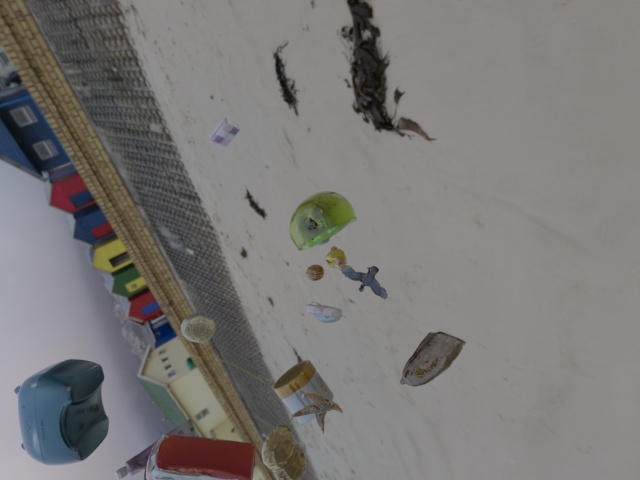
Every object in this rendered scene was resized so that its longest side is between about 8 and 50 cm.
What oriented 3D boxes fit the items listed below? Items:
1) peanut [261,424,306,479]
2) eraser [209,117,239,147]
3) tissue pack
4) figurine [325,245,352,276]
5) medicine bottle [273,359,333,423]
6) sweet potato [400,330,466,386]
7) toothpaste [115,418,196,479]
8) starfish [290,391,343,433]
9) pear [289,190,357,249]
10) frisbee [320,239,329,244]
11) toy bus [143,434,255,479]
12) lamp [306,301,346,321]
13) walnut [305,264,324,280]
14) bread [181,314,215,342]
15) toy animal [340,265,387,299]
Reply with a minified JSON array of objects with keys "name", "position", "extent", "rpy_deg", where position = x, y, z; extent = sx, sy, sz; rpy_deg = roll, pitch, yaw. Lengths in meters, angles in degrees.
[{"name":"peanut","position":[-0.149,0.911,1.717],"extent":[0.110,0.196,0.232],"rpy_deg":[-24,102,26]},{"name":"eraser","position":[-0.335,-0.374,1.412],"extent":[0.105,0.065,0.026],"rpy_deg":[-39,51,28]},{"name":"tissue pack","position":[-0.792,0.519,1.242],"extent":[0.198,0.206,0.287],"rpy_deg":[-56,-35,-79]},{"name":"figurine","position":[0.115,0.131,2.435],"extent":[0.246,0.156,0.131],"rpy_deg":[45,118,44]},{"name":"medicine bottle","position":[-0.087,0.786,2.114],"extent":[0.231,0.238,0.238],"rpy_deg":[55,159,-2]},{"name":"sweet potato","position":[0.480,0.543,1.804],"extent":[0.158,0.158,0.369],"rpy_deg":[45,110,34]},{"name":"toothpaste","position":[-0.588,0.761,1.469],"extent":[0.075,0.301,0.048],"rpy_deg":[48,126,21]},{"name":"starfish","position":[-0.022,0.659,1.575],"extent":[0.247,0.138,0.050],"rpy_deg":[41,-175,-33]},{"name":"pear","position":[-0.010,-0.113,1.930],"extent":[0.238,0.343,0.318],"rpy_deg":[61,180,4]},{"name":"frisbee","position":[0.000,0.000,2.355],"extent":[0.110,0.110,0.014],"rpy_deg":[30,137,52]},{"name":"toy bus","position":[-0.291,0.550,0.997],"extent":[0.121,0.265,0.119],"rpy_deg":[-89,14,-50]},{"name":"lamp","position":[0.024,0.444,2.471],"extent":[0.180,0.246,0.107],"rpy_deg":[-9,66,60]},{"name":"walnut","position":[-0.034,0.199,2.502],"extent":[0.105,0.125,0.105],"rpy_deg":[-2,88,60]},{"name":"bread","position":[-0.607,0.438,2.007],"extent":[0.141,0.148,0.133],"rpy_deg":[-13,73,63]},{"name":"toy animal","position":[0.180,0.149,1.551],"extent":[0.220,0.107,0.062],"rpy_deg":[36,165,-10]}]
